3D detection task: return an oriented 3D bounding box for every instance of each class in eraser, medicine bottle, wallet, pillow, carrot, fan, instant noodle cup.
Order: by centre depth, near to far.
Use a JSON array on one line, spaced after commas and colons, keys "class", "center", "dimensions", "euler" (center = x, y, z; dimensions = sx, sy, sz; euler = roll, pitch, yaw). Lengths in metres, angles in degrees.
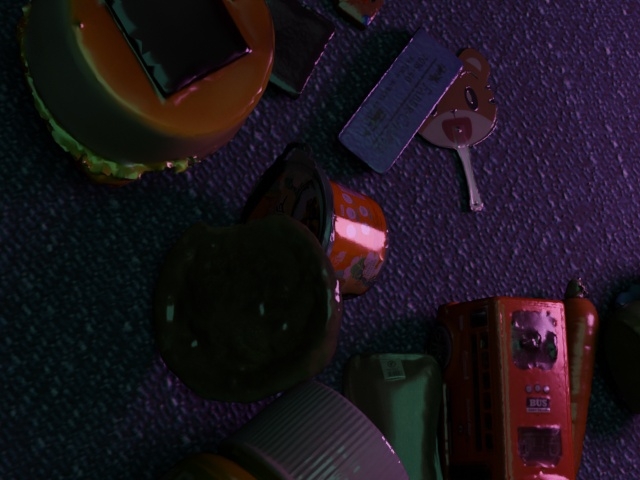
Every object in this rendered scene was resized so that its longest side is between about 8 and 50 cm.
[{"class": "medicine bottle", "center": [-0.098, 0.333, 1.111], "dimensions": [0.384, 0.224, 0.224], "euler": [-38, 96, -26]}, {"class": "instant noodle cup", "center": [0.000, 0.000, 1.269], "dimensions": [0.125, 0.177, 0.208], "euler": [13, 98, -37]}, {"class": "pillow", "center": [0.087, 0.243, 1.308], "dimensions": [0.130, 0.033, 0.218], "euler": [-1, 78, -1]}, {"class": "wallet", "center": [-0.105, -0.285, 1.347], "dimensions": [0.244, 0.025, 0.124], "euler": [32, 69, -15]}, {"class": "eraser", "center": [0.106, -0.184, 1.410], "dimensions": [0.082, 0.036, 0.225], "euler": [39, 69, -6]}, {"class": "carrot", "center": [0.328, 0.213, 1.421], "dimensions": [0.069, 0.069, 0.336], "euler": [10, 78, -22]}, {"class": "fan", "center": [0.187, -0.148, 1.461], "dimensions": [0.152, 0.008, 0.227], "euler": [-10, 83, -26]}]

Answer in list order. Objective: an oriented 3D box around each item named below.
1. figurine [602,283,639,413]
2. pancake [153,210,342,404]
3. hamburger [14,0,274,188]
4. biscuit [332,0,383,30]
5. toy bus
[{"class": "figurine", "center": [0.492, 0.123, 1.488], "dimensions": [0.234, 0.127, 0.185], "euler": [-34, 106, -40]}, {"class": "pancake", "center": [-0.087, 0.072, 1.186], "dimensions": [0.042, 0.236, 0.223], "euler": [12, 91, -65]}, {"class": "hamburger", "center": [-0.194, -0.212, 1.210], "dimensions": [0.294, 0.179, 0.276], "euler": [-37, 99, -28]}, {"class": "biscuit", "center": [0.046, -0.342, 1.432], "dimensions": [0.119, 0.019, 0.130], "euler": [-14, 85, -26]}, {"class": "toy bus", "center": [0.228, 0.236, 1.320], "dimensions": [0.143, 0.153, 0.329], "euler": [6, 77, -25]}]
